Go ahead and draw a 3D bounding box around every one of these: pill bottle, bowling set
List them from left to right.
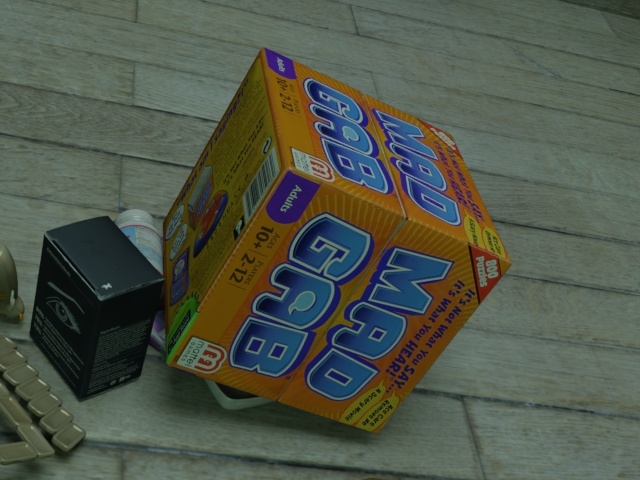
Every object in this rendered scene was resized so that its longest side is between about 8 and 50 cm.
[{"bbox_3d":[-0.583,0.022,1.567,0.199,0.154,0.287,-26,56,-22],"label":"bowling set"},{"bbox_3d":[-0.292,0.025,1.678,0.087,0.087,0.160,7,38,-18],"label":"pill bottle"}]

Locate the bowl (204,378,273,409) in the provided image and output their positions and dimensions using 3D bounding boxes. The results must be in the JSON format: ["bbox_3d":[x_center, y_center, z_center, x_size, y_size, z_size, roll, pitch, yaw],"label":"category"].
[{"bbox_3d":[-0.118,0.200,1.615,0.142,0.053,0.142,-8,45,-33],"label":"bowl"}]

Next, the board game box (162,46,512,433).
[{"bbox_3d":[0.000,0.000,1.586,0.356,0.357,0.356,21,29,-23],"label":"board game box"}]

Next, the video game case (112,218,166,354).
[{"bbox_3d":[-0.276,0.070,1.723,0.274,0.026,0.196,34,38,15],"label":"video game case"}]

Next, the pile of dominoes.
[{"bbox_3d":[-0.443,0.219,1.427,0.251,0.040,0.196,42,20,29],"label":"pile of dominoes"}]

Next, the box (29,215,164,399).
[{"bbox_3d":[-0.323,0.095,1.515,0.108,0.207,0.153,-18,52,-40],"label":"box"}]

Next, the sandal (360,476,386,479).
[{"bbox_3d":[0.121,0.394,1.498,0.180,0.049,0.072,26,40,-19],"label":"sandal"}]
